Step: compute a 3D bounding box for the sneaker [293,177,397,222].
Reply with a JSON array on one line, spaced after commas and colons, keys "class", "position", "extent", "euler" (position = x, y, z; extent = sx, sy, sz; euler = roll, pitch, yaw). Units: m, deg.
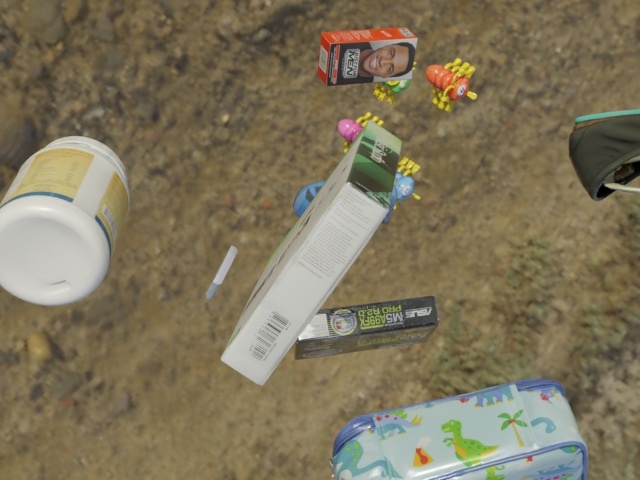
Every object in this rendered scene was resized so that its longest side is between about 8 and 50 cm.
[{"class": "sneaker", "position": [0.026, -0.042, 1.567], "extent": [0.069, 0.209, 0.082], "euler": [21, 69, -35]}]

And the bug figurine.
[{"class": "bug figurine", "position": [0.135, -0.205, 1.868], "extent": [0.072, 0.216, 0.279], "euler": [17, 103, -54]}]

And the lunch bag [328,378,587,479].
[{"class": "lunch bag", "position": [0.122, 0.213, 0.973], "extent": [0.219, 0.090, 0.176], "euler": [-15, 139, 0]}]

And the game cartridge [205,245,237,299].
[{"class": "game cartridge", "position": [-0.156, 0.050, 1.729], "extent": [0.056, 0.017, 0.083], "euler": [-61, -175, 49]}]

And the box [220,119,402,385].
[{"class": "box", "position": [0.000, 0.000, 1.215], "extent": [0.232, 0.058, 0.322], "euler": [-54, -174, 18]}]

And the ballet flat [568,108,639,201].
[{"class": "ballet flat", "position": [0.356, -0.089, 0.990], "extent": [0.095, 0.280, 0.096], "euler": [5, 77, -42]}]

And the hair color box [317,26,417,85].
[{"class": "hair color box", "position": [0.070, -0.276, 1.637], "extent": [0.141, 0.043, 0.072], "euler": [-8, 126, -20]}]

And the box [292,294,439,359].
[{"class": "box", "position": [0.080, 0.170, 2.098], "extent": [0.270, 0.060, 0.216], "euler": [-7, 165, -4]}]

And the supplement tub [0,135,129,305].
[{"class": "supplement tub", "position": [-0.312, -0.029, 1.324], "extent": [0.199, 0.144, 0.144], "euler": [-86, 177, -59]}]
